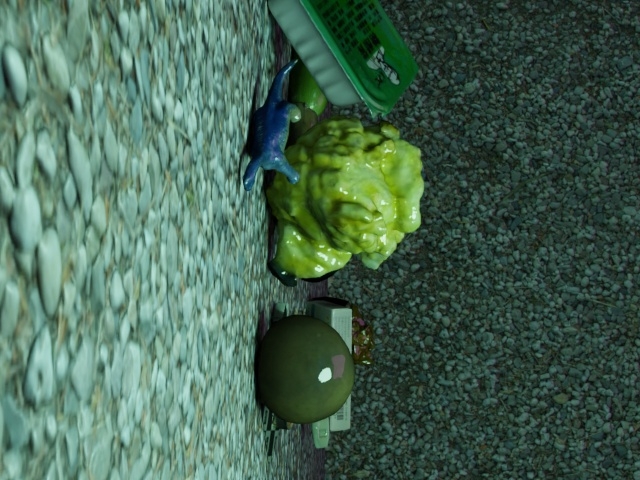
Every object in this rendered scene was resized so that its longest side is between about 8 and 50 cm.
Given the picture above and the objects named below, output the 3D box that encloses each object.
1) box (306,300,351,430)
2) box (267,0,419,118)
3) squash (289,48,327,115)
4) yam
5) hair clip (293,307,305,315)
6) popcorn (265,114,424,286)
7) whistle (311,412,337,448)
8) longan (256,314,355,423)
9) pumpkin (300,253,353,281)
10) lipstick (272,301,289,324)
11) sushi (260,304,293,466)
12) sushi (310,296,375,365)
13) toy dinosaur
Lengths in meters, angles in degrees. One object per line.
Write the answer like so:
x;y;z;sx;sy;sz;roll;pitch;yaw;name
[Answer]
0.021;0.354;2.527;0.200;0.065;0.344;-173;-97;-68;box
0.024;-0.383;1.588;0.337;0.106;0.264;57;36;-16;box
-0.017;-0.426;2.019;0.101;0.101;0.379;87;7;-53;squash
-0.045;-0.106;1.832;0.083;0.083;0.372;74;18;-79;yam
-0.055;0.203;2.062;0.226;0.034;0.072;-69;163;-86;hair clip
0.051;-0.076;1.536;0.237;0.293;0.293;-38;139;-39;popcorn
-0.006;0.435;2.387;0.106;0.101;0.253;93;-5;-85;whistle
-0.026;0.215;1.451;0.189;0.189;0.189;1;90;-87;longan
0.010;0.009;1.966;0.194;0.194;0.150;82;-12;-70;pumpkin
-0.081;0.163;1.666;0.107;0.025;0.025;-78;169;-50;lipstick
-0.058;0.276;1.645;0.220;0.047;0.231;-76;168;-45;sushi
0.065;0.288;2.730;0.213;0.203;0.200;77;18;-55;sushi
-0.077;-0.178;1.320;0.188;0.075;0.248;45;52;-75;toy dinosaur
